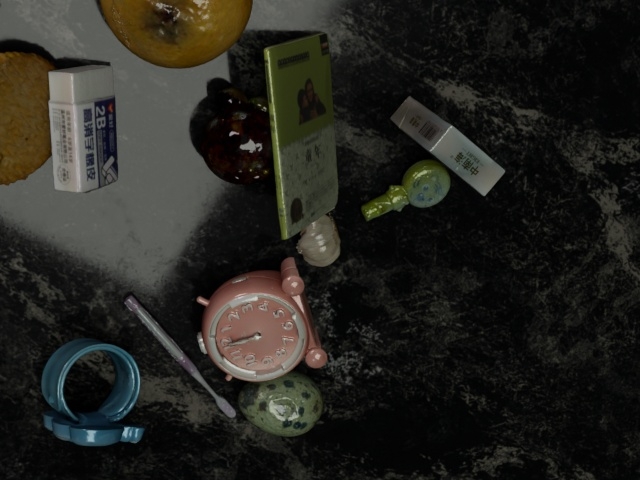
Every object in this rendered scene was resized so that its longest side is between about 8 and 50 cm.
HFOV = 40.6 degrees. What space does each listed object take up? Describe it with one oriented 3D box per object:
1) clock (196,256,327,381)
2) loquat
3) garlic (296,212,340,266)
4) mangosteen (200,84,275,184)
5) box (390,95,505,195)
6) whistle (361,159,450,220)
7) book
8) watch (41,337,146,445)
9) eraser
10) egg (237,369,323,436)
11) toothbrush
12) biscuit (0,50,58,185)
[{"bbox_3d":[-0.131,0.170,1.754,0.241,0.142,0.227,-18,112,-1],"label":"clock"},{"bbox_3d":[-0.245,-0.421,1.450,0.263,0.263,0.263,-5,109,-16],"label":"loquat"},{"bbox_3d":[-0.003,0.002,1.763,0.094,0.074,0.113,-19,105,-5],"label":"garlic"},{"bbox_3d":[-0.145,-0.195,1.617,0.172,0.172,0.184,-14,84,-12],"label":"mangosteen"},{"bbox_3d":[0.242,-0.187,1.683,0.155,0.243,0.067,37,99,-23],"label":"box"},{"bbox_3d":[0.176,-0.100,1.802,0.198,0.057,0.104,-25,129,0],"label":"whistle"},{"bbox_3d":[-0.031,-0.197,1.617,0.035,0.239,0.352,5,111,24],"label":"book"},{"bbox_3d":[-0.437,0.292,1.684,0.211,0.211,0.193,7,88,-19],"label":"watch"},{"bbox_3d":[-0.419,-0.199,1.537,0.068,0.124,0.210,9,109,22],"label":"eraser"},{"bbox_3d":[-0.083,0.338,1.814,0.181,0.141,0.141,10,104,-13],"label":"egg"},{"bbox_3d":[-0.285,0.242,1.783,0.024,0.029,0.354,-39,113,-5],"label":"toothbrush"},{"bbox_3d":[-0.534,-0.206,1.476,0.254,0.035,0.254,-40,148,-32],"label":"biscuit"}]
